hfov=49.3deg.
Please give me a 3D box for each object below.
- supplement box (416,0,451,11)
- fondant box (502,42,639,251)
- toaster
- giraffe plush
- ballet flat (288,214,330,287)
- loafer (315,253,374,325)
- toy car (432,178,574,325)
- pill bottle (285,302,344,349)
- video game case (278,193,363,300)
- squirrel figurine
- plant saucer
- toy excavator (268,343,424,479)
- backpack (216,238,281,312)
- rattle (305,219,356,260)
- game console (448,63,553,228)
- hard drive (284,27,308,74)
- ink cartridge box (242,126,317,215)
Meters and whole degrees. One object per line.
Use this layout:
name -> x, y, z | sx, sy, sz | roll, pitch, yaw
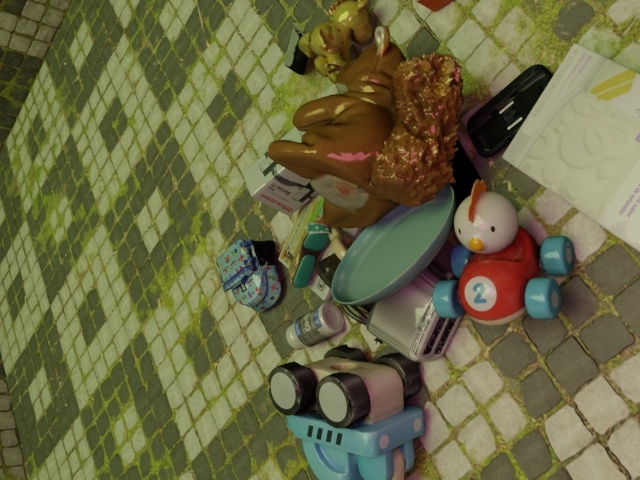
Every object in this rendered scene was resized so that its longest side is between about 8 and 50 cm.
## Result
supplement box -> 0.236, -0.632, 1.544 | 0.080, 0.078, 0.233 | -27, 66, 40
fondant box -> 0.509, -0.157, 1.185 | 0.330, 0.096, 0.238 | 45, 115, 38
toaster -> 0.196, 0.150, 1.433 | 0.146, 0.129, 0.227 | 34, 106, 40
giraffe plush -> 0.050, -0.497, 1.667 | 0.170, 0.210, 0.181 | -45, 51, -4
ballet flat -> -0.029, 0.016, 1.689 | 0.206, 0.073, 0.067 | -63, 33, 14
loafer -> 0.074, 0.107, 1.587 | 0.078, 0.080, 0.220 | -51, 63, 17
toy car -> 0.296, 0.006, 1.236 | 0.219, 0.238, 0.210 | -5, 38, 39
pill bottle -> -0.016, 0.209, 1.672 | 0.137, 0.078, 0.078 | -34, 61, 37
video game case -> 0.000, 0.000, 1.726 | 0.206, 0.026, 0.227 | 39, 112, 41
squirrel figurine -> 0.140, -0.252, 1.434 | 0.397, 0.281, 0.370 | 0, 57, 42
plant saucer -> 0.149, 0.013, 1.376 | 0.317, 0.043, 0.317 | -41, 18, 17
toy excavator -> 0.119, 0.469, 1.440 | 0.433, 0.222, 0.445 | 1, 98, 45
backpack -> -0.184, 0.099, 1.834 | 0.158, 0.117, 0.173 | -32, 65, 39
rattle -> 0.077, -0.020, 1.562 | 0.200, 0.130, 0.143 | 49, 129, 22
game console -> 0.330, -0.197, 1.411 | 0.361, 0.044, 0.213 | -41, 59, 34
hard drive -> -0.055, -0.481, 1.785 | 0.022, 0.135, 0.094 | 17, 97, 11
ink cartridge box -> -0.061, -0.169, 1.691 | 0.208, 0.153, 0.087 | -38, 52, 23
